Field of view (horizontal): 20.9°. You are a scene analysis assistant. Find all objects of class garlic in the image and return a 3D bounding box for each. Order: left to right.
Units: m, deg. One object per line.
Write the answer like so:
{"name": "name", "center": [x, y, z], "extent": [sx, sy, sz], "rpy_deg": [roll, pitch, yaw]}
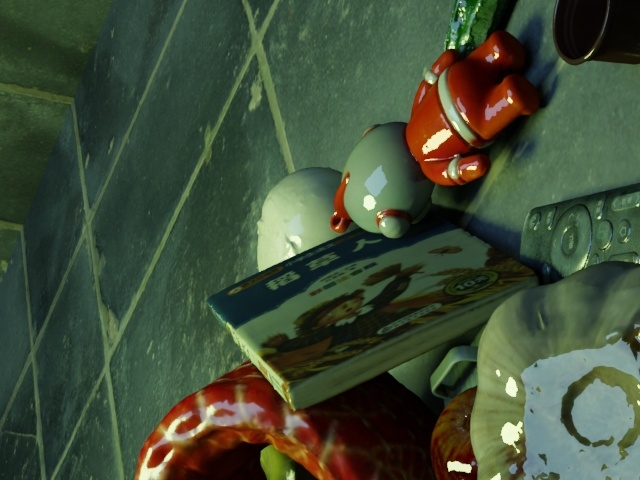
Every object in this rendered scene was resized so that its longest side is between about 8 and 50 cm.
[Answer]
{"name": "garlic", "center": [0.273, 0.162, 1.513], "extent": [0.322, 0.241, 0.322], "rpy_deg": [-35, 40, 36]}

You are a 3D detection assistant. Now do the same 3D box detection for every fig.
{"name": "fig", "center": [0.217, 0.242, 1.754], "extent": [0.175, 0.207, 0.175], "rpy_deg": [-28, 24, 14]}

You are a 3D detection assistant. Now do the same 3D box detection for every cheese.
{"name": "cheese", "center": [0.000, 0.000, 2.305], "extent": [0.198, 0.154, 0.189], "rpy_deg": [-135, 40, -57]}

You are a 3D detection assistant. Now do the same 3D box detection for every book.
{"name": "book", "center": [0.047, 0.065, 1.994], "extent": [0.039, 0.300, 0.428], "rpy_deg": [68, 170, -16]}

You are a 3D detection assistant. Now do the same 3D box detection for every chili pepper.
{"name": "chili pepper", "center": [0.192, -0.257, 2.105], "extent": [0.088, 0.059, 0.226], "rpy_deg": [35, 116, 52]}

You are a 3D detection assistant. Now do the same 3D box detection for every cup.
{"name": "cup", "center": [0.184, 0.148, 1.864], "extent": [0.129, 0.128, 0.095], "rpy_deg": [125, 146, -48]}

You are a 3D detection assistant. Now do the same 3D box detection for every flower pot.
{"name": "flower pot", "center": [0.305, -0.227, 1.787], "extent": [0.111, 0.089, 0.111], "rpy_deg": [-171, 90, -66]}

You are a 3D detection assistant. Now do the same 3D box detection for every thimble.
{"name": "thimble", "center": [-0.028, 0.302, 1.982], "extent": [0.350, 0.231, 0.350], "rpy_deg": [5, 101, 27]}

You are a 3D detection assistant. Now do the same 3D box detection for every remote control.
{"name": "remote control", "center": [0.313, -0.005, 1.738], "extent": [0.377, 0.044, 0.107], "rpy_deg": [-13, 65, 64]}

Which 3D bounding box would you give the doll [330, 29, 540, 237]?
{"name": "doll", "center": [0.126, -0.107, 2.085], "extent": [0.336, 0.105, 0.199], "rpy_deg": [-41, 43, 30]}

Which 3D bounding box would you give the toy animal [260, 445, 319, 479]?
{"name": "toy animal", "center": [-0.063, 0.275, 2.295], "extent": [0.363, 0.180, 0.181], "rpy_deg": [4, 106, 64]}
